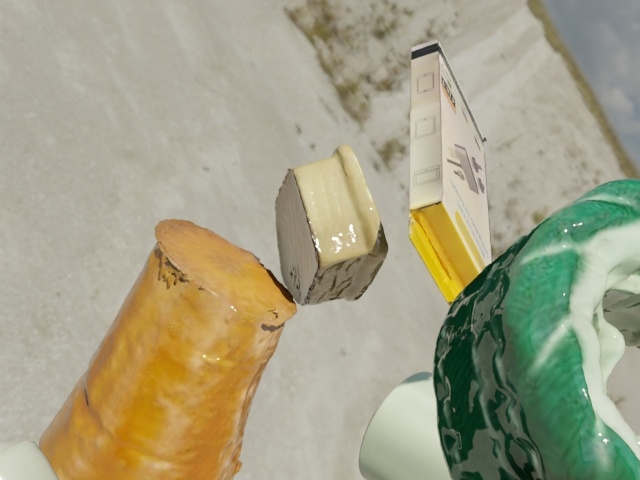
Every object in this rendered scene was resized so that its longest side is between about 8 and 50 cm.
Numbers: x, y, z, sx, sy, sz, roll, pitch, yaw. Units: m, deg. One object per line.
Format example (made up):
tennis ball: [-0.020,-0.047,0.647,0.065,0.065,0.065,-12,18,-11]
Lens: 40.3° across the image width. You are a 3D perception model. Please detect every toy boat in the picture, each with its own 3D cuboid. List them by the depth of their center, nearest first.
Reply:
toy boat: [0.000,0.000,0.805,0.188,0.061,0.116,114,-40,-67]

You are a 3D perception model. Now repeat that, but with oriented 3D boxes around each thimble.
thimble: [0.212,0.112,0.551,0.167,0.254,0.288,121,-42,-59]

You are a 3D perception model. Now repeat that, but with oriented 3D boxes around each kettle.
kettle: [0.258,0.355,1.357,0.318,0.265,0.205,28,-56,38]

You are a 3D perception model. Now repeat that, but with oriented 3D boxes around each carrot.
carrot: [-0.125,0.131,0.803,0.195,0.254,0.196,28,13,-7]

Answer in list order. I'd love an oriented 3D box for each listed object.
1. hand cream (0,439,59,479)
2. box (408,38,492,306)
hand cream: [-0.175,0.267,0.589,0.341,0.124,0.078,62,-7,8]
box: [0.115,-0.054,0.760,0.129,0.033,0.247,55,28,-39]
